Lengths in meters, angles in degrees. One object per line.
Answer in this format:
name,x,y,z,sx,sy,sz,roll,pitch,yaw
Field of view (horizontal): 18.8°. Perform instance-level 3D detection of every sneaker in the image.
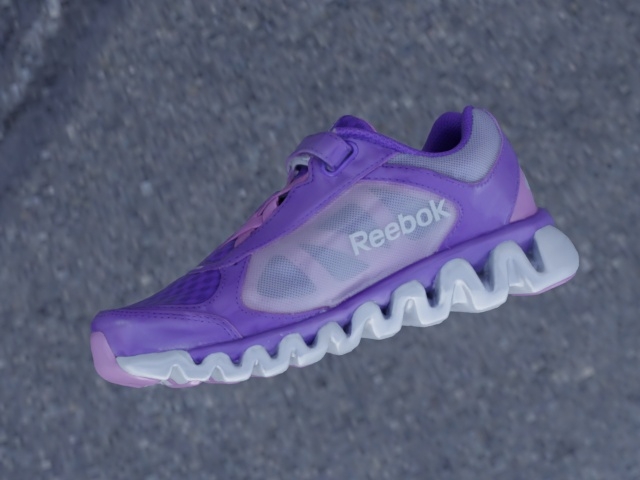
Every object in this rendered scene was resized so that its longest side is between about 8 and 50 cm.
sneaker,0.000,0.000,0.889,0.236,0.095,0.104,-18,96,-20
